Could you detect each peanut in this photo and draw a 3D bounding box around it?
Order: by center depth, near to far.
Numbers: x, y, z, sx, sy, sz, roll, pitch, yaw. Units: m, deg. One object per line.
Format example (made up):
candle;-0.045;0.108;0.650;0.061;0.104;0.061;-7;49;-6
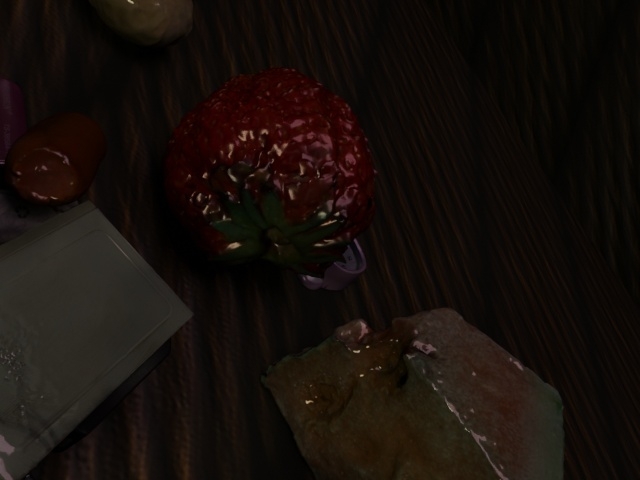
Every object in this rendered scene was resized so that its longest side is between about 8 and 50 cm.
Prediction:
peanut;-0.302;-0.420;0.804;0.313;0.152;0.152;51;36;2

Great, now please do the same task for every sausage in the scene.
sausage;-0.265;-0.089;0.575;0.076;0.076;0.197;33;12;-23

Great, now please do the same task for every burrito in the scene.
burrito;-0.312;-0.022;0.529;0.203;0.064;0.064;5;57;-47

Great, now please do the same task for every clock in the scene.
clock;0.000;0.000;0.846;0.110;0.050;0.152;-9;66;-49

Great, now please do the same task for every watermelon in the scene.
watermelon;0.110;0.211;0.616;0.151;0.264;0.302;-6;61;-50

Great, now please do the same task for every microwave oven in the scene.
microwave oven;-0.237;0.088;0.456;0.163;0.129;0.205;51;37;-5

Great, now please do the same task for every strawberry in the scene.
strawberry;-0.059;-0.106;0.714;0.250;0.239;0.288;26;48;-34

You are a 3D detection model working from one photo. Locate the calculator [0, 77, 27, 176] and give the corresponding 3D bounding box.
calculator;-0.393;-0.124;0.551;0.191;0.034;0.126;5;57;-38
